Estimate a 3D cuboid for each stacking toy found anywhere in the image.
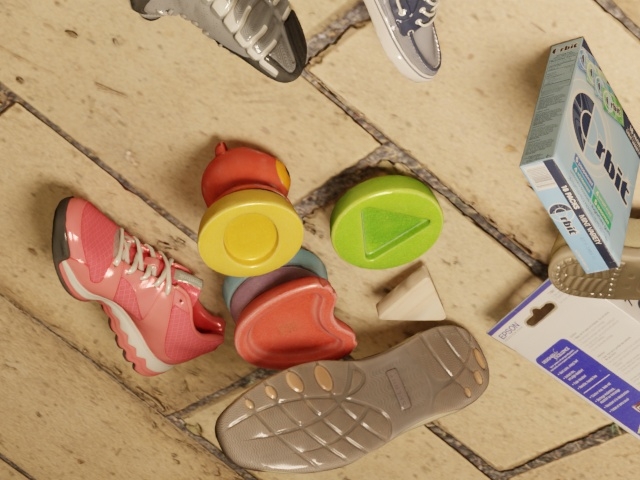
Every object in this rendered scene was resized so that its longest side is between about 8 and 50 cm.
[{"bbox_3d":[0.000,0.000,2.118,0.280,0.130,0.309,-13,138,-2],"label":"stacking toy"}]

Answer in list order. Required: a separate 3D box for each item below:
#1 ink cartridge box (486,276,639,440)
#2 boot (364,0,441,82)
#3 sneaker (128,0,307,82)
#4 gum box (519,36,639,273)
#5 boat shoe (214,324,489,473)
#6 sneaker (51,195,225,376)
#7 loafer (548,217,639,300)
[{"bbox_3d":[0.374,0.145,2.099,0.333,0.065,0.165,35,138,-9],"label":"ink cartridge box"},{"bbox_3d":[0.097,-0.241,1.800,0.086,0.069,0.190,-8,130,33],"label":"boot"},{"bbox_3d":[-0.122,-0.245,1.889,0.132,0.086,0.228,-24,113,45],"label":"sneaker"},{"bbox_3d":[0.267,-0.087,1.811,0.041,0.184,0.157,-13,130,32],"label":"gum box"},{"bbox_3d":[0.034,0.206,2.157,0.355,0.132,0.130,-13,167,-24],"label":"boat shoe"},{"bbox_3d":[-0.220,0.044,2.235,0.136,0.116,0.314,-14,137,20],"label":"sneaker"},{"bbox_3d":[0.379,0.017,1.957,0.269,0.092,0.102,9,142,-11],"label":"loafer"}]
